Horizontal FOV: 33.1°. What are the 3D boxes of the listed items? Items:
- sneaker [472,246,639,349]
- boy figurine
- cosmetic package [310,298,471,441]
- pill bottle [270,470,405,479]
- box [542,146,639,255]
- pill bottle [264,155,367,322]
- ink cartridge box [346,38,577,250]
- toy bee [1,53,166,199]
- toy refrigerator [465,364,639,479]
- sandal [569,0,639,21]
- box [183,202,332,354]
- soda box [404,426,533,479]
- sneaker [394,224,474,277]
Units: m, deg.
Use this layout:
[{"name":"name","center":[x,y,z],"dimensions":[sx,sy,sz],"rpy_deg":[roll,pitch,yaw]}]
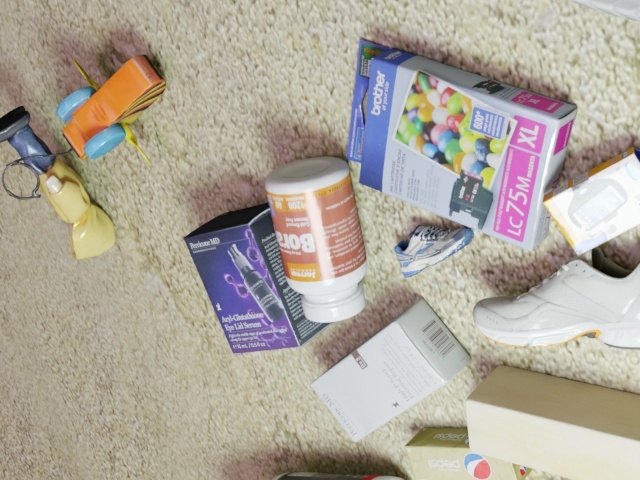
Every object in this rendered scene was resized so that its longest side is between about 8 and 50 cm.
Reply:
[{"name":"sneaker","center":[0.310,0.063,1.336],"dimensions":[0.262,0.099,0.121],"rpy_deg":[-4,103,32]},{"name":"boy figurine","center":[-0.454,-0.093,1.837],"dimensions":[0.285,0.092,0.177],"rpy_deg":[60,168,-28]},{"name":"cosmetic package","center":[0.098,0.193,1.574],"dimensions":[0.117,0.085,0.231],"rpy_deg":[51,133,5]},{"name":"pill bottle","center":[-0.001,0.463,1.737],"dimensions":[0.318,0.176,0.176],"rpy_deg":[-9,107,41]},{"name":"box","center":[0.338,-0.048,1.255],"dimensions":[0.136,0.028,0.081],"rpy_deg":[-30,103,27]},{"name":"pill bottle","center":[0.000,0.000,1.521],"dimensions":[0.121,0.121,0.216],"rpy_deg":[4,115,38]},{"name":"ink cartridge box","center":[0.156,-0.126,1.371],"dimensions":[0.311,0.065,0.186],"rpy_deg":[25,127,29]},{"name":"toy bee","center":[-0.355,-0.194,1.708],"dimensions":[0.298,0.162,0.195],"rpy_deg":[-14,96,18]},{"name":"toy refrigerator","center":[0.333,0.249,1.401],"dimensions":[0.269,0.102,0.094],"rpy_deg":[9,119,35]},{"name":"sandal","center":[0.378,-0.268,1.060],"dimensions":[0.416,0.169,0.102],"rpy_deg":[16,92,20]},{"name":"box","center":[-0.089,0.055,1.634],"dimensions":[0.153,0.108,0.207],"rpy_deg":[-13,105,43]},{"name":"soda box","center":[0.215,0.311,1.562],"dimensions":[0.181,0.058,0.061],"rpy_deg":[-7,108,41]},{"name":"sneaker","center":[0.147,0.004,1.455],"dimensions":[0.135,0.052,0.058],"rpy_deg":[-30,88,44]}]
